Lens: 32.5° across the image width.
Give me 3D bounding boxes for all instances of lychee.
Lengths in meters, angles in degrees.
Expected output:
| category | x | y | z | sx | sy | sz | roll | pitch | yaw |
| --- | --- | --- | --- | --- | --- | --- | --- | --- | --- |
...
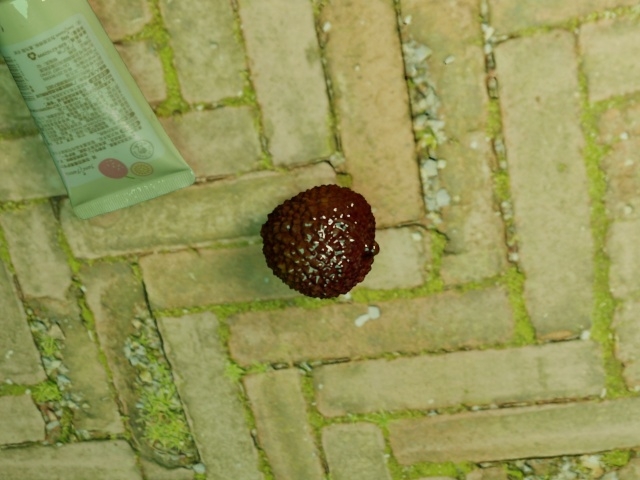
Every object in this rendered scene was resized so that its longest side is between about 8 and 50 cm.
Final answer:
| category | x | y | z | sx | sy | sz | roll | pitch | yaw |
| --- | --- | --- | --- | --- | --- | --- | --- | --- | --- |
| lychee | -0.001 | 0.003 | 1.125 | 0.129 | 0.123 | 0.123 | -17 | 113 | 27 |

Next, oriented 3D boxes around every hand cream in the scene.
| category | x | y | z | sx | sy | sz | roll | pitch | yaw |
| --- | --- | --- | --- | --- | --- | --- | --- | --- | --- |
| hand cream | -0.252 | -0.166 | 1.110 | 0.147 | 0.093 | 0.306 | -17 | 115 | 15 |
